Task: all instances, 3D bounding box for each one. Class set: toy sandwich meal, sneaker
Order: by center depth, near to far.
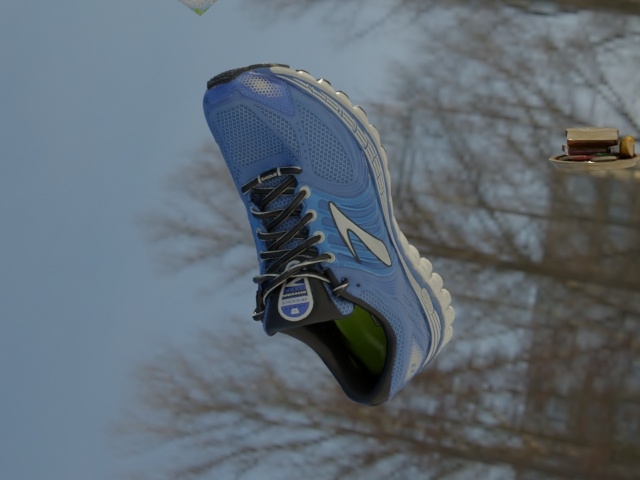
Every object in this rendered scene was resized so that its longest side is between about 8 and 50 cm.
[{"bbox_3d":[0.231,-0.078,1.310,0.085,0.085,0.029,-21,-70,-63],"label":"toy sandwich meal"},{"bbox_3d":[0.000,0.000,1.327,0.330,0.130,0.147,58,-143,-17],"label":"sneaker"}]

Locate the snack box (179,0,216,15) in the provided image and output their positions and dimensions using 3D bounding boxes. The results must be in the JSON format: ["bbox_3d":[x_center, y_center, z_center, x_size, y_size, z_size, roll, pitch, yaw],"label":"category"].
[{"bbox_3d":[-0.209,-0.382,1.912,0.070,0.174,0.207,-40,-17,11],"label":"snack box"}]
